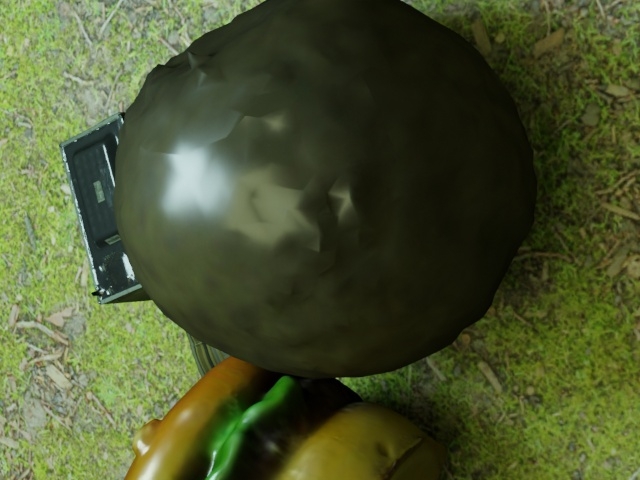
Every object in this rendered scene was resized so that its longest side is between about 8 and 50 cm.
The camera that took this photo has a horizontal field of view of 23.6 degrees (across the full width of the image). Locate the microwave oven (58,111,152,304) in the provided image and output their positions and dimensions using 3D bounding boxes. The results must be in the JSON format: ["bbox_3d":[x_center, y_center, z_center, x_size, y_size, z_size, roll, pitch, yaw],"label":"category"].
[{"bbox_3d":[-0.197,-0.040,1.822,0.129,0.163,0.205,-23,80,33],"label":"microwave oven"}]

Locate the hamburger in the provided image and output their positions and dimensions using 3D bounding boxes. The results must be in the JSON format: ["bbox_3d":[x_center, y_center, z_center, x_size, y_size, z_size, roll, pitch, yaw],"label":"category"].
[{"bbox_3d":[-0.066,0.321,1.640,0.277,0.395,0.396,26,110,21],"label":"hamburger"}]

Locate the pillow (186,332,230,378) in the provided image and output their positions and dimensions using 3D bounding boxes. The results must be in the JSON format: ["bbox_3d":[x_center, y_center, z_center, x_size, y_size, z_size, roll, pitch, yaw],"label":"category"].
[{"bbox_3d":[-0.082,0.100,1.832,0.203,0.038,0.113,-23,82,35],"label":"pillow"}]

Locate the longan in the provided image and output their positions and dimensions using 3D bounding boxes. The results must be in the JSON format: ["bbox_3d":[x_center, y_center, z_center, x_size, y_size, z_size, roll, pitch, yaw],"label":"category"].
[{"bbox_3d":[-0.009,-0.063,1.540,0.436,0.404,0.404,18,106,35],"label":"longan"}]
